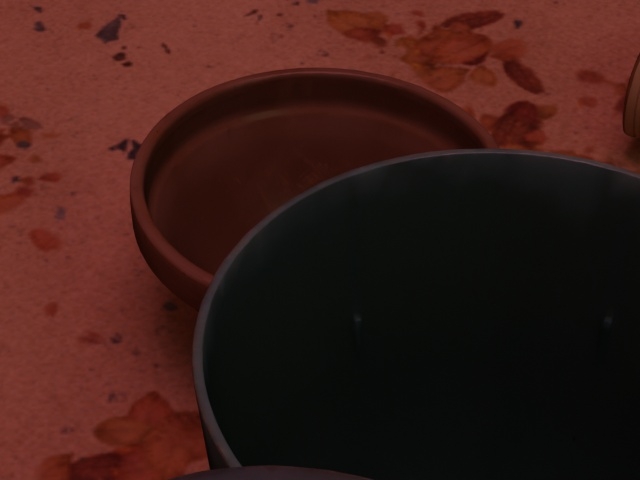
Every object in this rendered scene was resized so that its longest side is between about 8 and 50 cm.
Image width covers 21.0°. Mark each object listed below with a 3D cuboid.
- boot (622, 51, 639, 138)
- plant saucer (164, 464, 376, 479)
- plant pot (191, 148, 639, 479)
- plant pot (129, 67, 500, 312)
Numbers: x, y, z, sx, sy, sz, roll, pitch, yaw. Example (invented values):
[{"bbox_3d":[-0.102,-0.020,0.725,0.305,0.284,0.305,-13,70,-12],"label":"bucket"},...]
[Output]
[{"bbox_3d":[0.361,-0.117,1.257,0.203,0.095,0.262,32,45,29],"label":"boot"},{"bbox_3d":[-0.015,0.247,0.669,0.318,0.317,0.044,13,10,13],"label":"plant saucer"},{"bbox_3d":[0.086,0.137,0.842,0.293,0.235,0.293,1,40,-1],"label":"plant pot"},{"bbox_3d":[0.000,0.000,1.095,0.237,0.109,0.237,0,42,0],"label":"plant pot"}]
